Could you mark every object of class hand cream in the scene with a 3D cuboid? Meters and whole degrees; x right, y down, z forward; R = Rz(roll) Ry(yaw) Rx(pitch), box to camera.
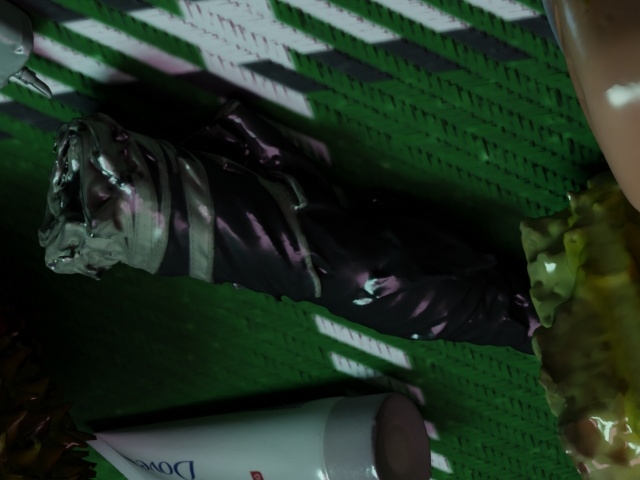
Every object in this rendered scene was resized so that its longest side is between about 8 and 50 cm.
[{"bbox_3d":[-0.046,0.163,1.434,0.248,0.083,0.133,-13,133,33],"label":"hand cream"}]

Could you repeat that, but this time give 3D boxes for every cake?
[{"bbox_3d":[0.287,0.055,1.151,0.286,0.222,0.227,-23,132,15],"label":"cake"}]

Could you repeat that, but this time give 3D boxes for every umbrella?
[{"bbox_3d":[-0.002,0.000,1.247,0.357,0.106,0.113,15,147,-21],"label":"umbrella"}]

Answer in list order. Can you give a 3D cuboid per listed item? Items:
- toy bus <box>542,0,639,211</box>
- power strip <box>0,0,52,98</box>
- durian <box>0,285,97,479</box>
[{"bbox_3d":[0.251,-0.116,0.977,0.287,0.232,0.194,-10,133,20],"label":"toy bus"},{"bbox_3d":[-0.259,-0.151,1.142,0.252,0.027,0.060,31,131,-25],"label":"power strip"},{"bbox_3d":[-0.315,0.150,1.283,0.384,0.347,0.348,36,139,14],"label":"durian"}]
